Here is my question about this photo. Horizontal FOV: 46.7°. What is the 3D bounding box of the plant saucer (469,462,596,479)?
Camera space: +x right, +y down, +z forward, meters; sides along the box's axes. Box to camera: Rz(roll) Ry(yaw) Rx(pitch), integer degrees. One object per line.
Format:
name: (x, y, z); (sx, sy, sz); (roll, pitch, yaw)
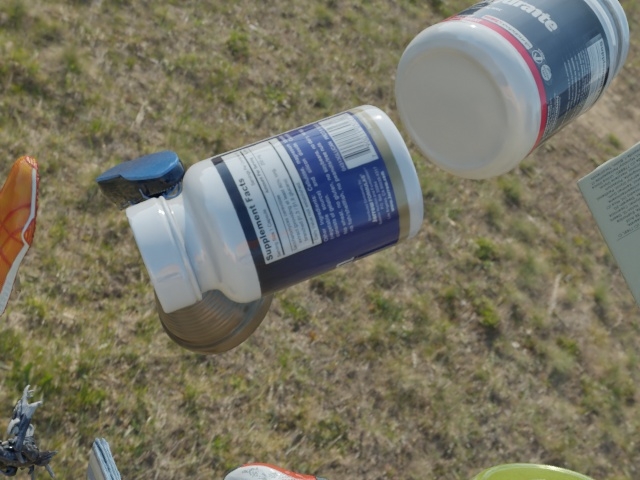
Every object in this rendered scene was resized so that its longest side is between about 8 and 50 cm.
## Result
plant saucer: (0.312, 0.361, 1.030); (0.241, 0.241, 0.037); (-1, 96, -36)

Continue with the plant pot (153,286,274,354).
plant pot: (-0.201, 0.067, 1.260); (0.110, 0.237, 0.237); (37, 27, -55)

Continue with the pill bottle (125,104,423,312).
pill bottle: (-0.030, -0.016, 0.469); (0.169, 0.094, 0.094); (-21, 63, -11)

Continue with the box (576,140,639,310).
box: (0.358, 0.037, 0.686); (0.094, 0.113, 0.275); (4, 60, -44)

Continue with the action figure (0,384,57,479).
action figure: (-0.550, 0.313, 1.263); (0.275, 0.164, 0.140); (55, 33, -45)

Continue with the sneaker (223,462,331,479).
sneaker: (-0.105, 0.570, 1.627); (0.270, 0.090, 0.145); (4, 15, 12)

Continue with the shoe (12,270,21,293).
shoe: (-0.667, 0.008, 1.551); (0.058, 0.076, 0.219); (-7, 69, -21)

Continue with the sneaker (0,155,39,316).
sneaker: (-0.315, -0.002, 0.713); (0.067, 0.175, 0.064); (19, 12, -27)

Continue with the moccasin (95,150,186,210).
moccasin: (-0.389, -0.127, 1.686); (0.138, 0.342, 0.116); (-38, 112, -27)

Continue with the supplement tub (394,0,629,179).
supplement tub: (0.241, -0.210, 0.918); (0.272, 0.191, 0.191); (-35, 77, -34)

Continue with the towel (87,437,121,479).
towel: (-0.459, 0.584, 1.601); (0.034, 0.285, 0.209); (-10, 48, -33)
